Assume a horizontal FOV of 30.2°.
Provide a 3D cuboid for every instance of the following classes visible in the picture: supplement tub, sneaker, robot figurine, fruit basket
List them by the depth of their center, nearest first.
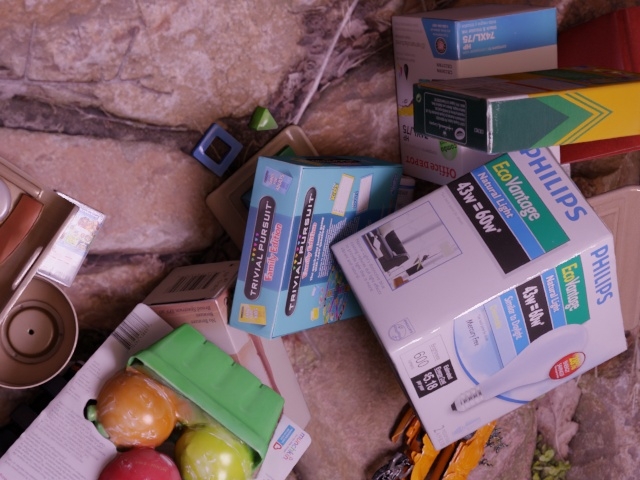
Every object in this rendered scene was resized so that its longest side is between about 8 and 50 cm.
[{"bbox_3d":[-0.229,0.306,1.646,0.327,0.165,0.353,37,61,1],"label":"fruit basket"},{"bbox_3d":[-0.387,0.256,1.758,0.321,0.126,0.127,-22,116,-34],"label":"sneaker"},{"bbox_3d":[0.117,-0.057,1.983,0.071,0.071,0.107,4,101,-29],"label":"supplement tub"},{"bbox_3d":[0.196,0.399,2.127,0.211,0.085,0.291,33,85,-30],"label":"robot figurine"}]

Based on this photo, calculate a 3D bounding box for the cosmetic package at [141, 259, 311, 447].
[{"bbox_3d":[-0.144,0.191,1.833,0.129,0.153,0.296,-52,127,-52],"label":"cosmetic package"}]

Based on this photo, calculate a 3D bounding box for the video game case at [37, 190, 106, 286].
[{"bbox_3d":[-0.383,-0.002,1.761,0.087,0.011,0.122,28,88,-30],"label":"video game case"}]

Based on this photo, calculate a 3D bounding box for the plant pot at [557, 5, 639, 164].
[{"bbox_3d":[0.556,-0.278,2.067,0.267,0.267,0.236,-12,91,-26],"label":"plant pot"}]

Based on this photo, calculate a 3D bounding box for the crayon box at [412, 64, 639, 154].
[{"bbox_3d":[0.326,-0.198,1.755,0.323,0.203,0.083,-10,107,-24],"label":"crayon box"}]

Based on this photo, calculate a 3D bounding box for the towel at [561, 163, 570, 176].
[{"bbox_3d":[0.412,-0.099,2.159,0.113,0.023,0.152,-15,108,-26],"label":"towel"}]

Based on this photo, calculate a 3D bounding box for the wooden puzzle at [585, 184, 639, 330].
[{"bbox_3d":[0.413,0.065,2.124,0.347,0.080,0.322,-14,125,-15],"label":"wooden puzzle"}]

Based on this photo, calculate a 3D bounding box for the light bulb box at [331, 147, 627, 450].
[{"bbox_3d":[0.256,0.090,1.837,0.361,0.225,0.358,-28,143,0],"label":"light bulb box"}]

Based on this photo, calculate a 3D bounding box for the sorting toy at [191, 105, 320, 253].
[{"bbox_3d":[-0.059,-0.057,1.901,0.196,0.047,0.348,-41,118,-14],"label":"sorting toy"}]

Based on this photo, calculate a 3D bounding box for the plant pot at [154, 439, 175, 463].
[{"bbox_3d":[-0.245,0.512,1.726,0.333,0.305,0.334,-19,134,-21],"label":"plant pot"}]

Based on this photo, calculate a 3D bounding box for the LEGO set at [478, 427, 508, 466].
[{"bbox_3d":[0.320,0.384,2.230,0.054,0.023,0.083,35,98,-28],"label":"LEGO set"}]

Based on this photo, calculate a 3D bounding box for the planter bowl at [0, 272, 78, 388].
[{"bbox_3d":[-0.422,0.129,1.699,0.162,0.109,0.162,0,84,-4],"label":"planter bowl"}]

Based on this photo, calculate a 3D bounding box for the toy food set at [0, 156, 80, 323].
[{"bbox_3d":[-0.513,-0.038,1.593,0.306,0.092,0.220,34,84,-9],"label":"toy food set"}]

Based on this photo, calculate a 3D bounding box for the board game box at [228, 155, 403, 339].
[{"bbox_3d":[0.000,0.000,1.819,0.336,0.079,0.254,-6,109,-61],"label":"board game box"}]

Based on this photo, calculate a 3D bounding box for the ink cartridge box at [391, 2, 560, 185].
[{"bbox_3d":[0.254,-0.239,1.940,0.197,0.198,0.270,-13,107,-25],"label":"ink cartridge box"}]
